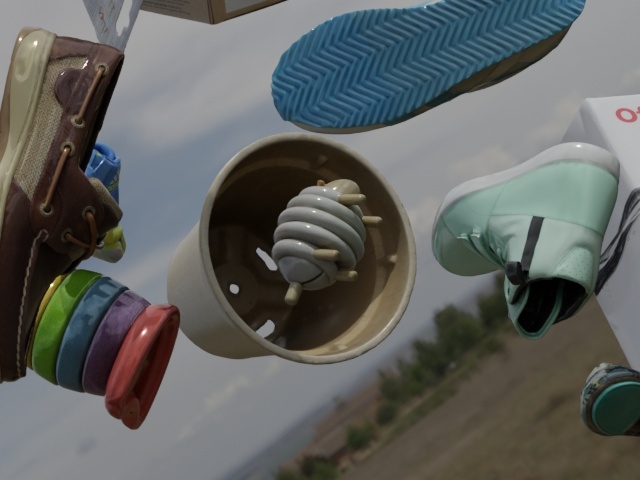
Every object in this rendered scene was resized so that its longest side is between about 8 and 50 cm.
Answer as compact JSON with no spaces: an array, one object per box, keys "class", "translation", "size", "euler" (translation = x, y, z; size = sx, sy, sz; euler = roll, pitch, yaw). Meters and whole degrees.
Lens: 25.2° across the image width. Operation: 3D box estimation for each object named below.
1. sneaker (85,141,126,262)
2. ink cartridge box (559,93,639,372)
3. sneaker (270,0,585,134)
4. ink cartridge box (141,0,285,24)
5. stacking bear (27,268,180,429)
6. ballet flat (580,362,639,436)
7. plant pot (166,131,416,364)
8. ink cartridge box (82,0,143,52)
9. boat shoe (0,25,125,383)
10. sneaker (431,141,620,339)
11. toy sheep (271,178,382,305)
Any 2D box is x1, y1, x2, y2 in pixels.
[{"class":"sneaker","translation":[-0.281,-0.051,1.824],"size":[0.240,0.091,0.126],"euler":[100,-171,-78]},{"class":"ink cartridge box","translation":[0.469,0.017,1.647],"size":[0.285,0.395,0.166],"euler":[-6,-37,-21]},{"class":"sneaker","translation":[0.076,-0.128,1.020],"size":[0.229,0.087,0.092],"euler":[-19,-11,-2]},{"class":"ink cartridge box","translation":[-0.143,-0.416,2.236],"size":[0.235,0.088,0.193],"euler":[-25,29,-37]},{"class":"stacking bear","translation":[-0.340,0.105,1.815],"size":[0.175,0.289,0.164],"euler":[80,-148,-75]},{"class":"ballet flat","translation":[0.271,0.141,1.276],"size":[0.070,0.070,0.188],"euler":[-39,-37,22]},{"class":"plant pot","translation":[-0.077,0.046,2.120],"size":[0.334,0.334,0.305],"euler":[-34,2,-30]},{"class":"ink cartridge box","translation":[-0.247,-0.343,1.730],"size":[0.056,0.224,0.181],"euler":[-14,-25,-30]},{"class":"boat shoe","translation":[-0.245,-0.031,1.324],"size":[0.123,0.342,0.123],"euler":[8,-19,-7]},{"class":"sneaker","translation":[0.162,0.021,1.278],"size":[0.256,0.094,0.151],"euler":[-35,35,59]},{"class":"toy sheep","translation":[0.000,0.000,1.275],"size":[0.132,0.091,0.091],"euler":[-61,6,-28]}]
